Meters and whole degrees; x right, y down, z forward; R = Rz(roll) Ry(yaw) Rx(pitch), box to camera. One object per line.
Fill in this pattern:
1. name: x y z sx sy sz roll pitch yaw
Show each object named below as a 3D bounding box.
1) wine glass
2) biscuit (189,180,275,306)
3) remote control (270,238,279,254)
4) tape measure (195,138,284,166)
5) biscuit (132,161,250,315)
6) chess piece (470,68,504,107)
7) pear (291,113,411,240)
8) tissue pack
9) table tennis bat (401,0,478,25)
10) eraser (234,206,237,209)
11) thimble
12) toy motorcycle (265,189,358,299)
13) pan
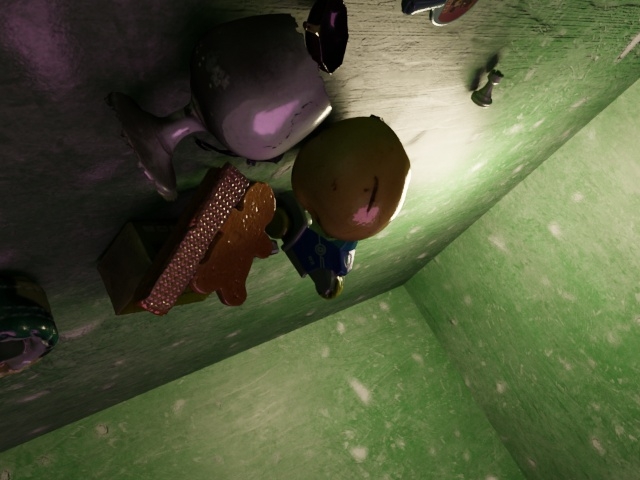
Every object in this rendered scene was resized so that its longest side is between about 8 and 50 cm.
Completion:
1. wine glass: -0.154 -0.224 0.821 0.323 0.238 0.238 -22 162 3
2. biscuit: -0.213 -0.001 1.276 0.047 0.339 0.216 5 158 38
3. remote control: -0.213 0.025 1.478 0.104 0.052 0.247 -8 -177 -36
4. tape measure: -0.160 -0.222 1.041 0.180 0.107 0.104 8 -179 -34
5. biscuit: -0.295 -0.006 1.128 0.378 0.054 0.094 -62 144 -12
6. chess piece: 0.500 -0.455 1.471 0.067 0.067 0.103 -18 148 -33
7. pear: 0.081 -0.155 1.252 0.309 0.309 0.309 -27 161 -10
8. tissue pack: -0.389 0.064 1.283 0.200 0.167 0.275 -43 157 28
9. table tennis bat: 0.262 -0.505 1.022 0.244 0.040 0.153 -25 162 -29
10. eraser: -0.309 0.031 1.446 0.061 0.089 0.352 -12 155 -49
11. thimble: -0.750 0.209 1.115 0.288 0.167 0.254 -42 157 29
12. toy motorcycle: 0.000 0.000 1.464 0.200 0.326 0.191 -43 158 28
13. pan: -0.003 -0.374 0.849 0.048 0.128 0.202 10 176 18
